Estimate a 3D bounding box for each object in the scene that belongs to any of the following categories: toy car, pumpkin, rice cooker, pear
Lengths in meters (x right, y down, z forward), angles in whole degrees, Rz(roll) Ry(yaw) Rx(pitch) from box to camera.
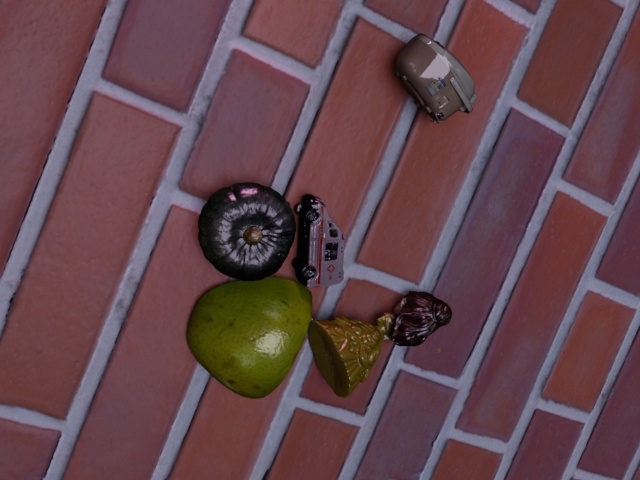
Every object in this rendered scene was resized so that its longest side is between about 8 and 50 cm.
[{"bbox_3d":[0.000,0.000,1.556,0.108,0.089,0.209,-2,104,-19],"label":"toy car"},{"bbox_3d":[-0.152,-0.018,1.465,0.212,0.152,0.211,-2,110,-5],"label":"pumpkin"},{"bbox_3d":[0.252,-0.354,1.538,0.127,0.145,0.206,-36,114,4],"label":"rice cooker"},{"bbox_3d":[-0.168,0.204,1.521,0.239,0.139,0.288,27,97,-12],"label":"pear"}]

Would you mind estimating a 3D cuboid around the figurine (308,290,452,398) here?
[{"bbox_3d":[0.148,0.214,1.639,0.315,0.168,0.187,-23,81,-24],"label":"figurine"}]
